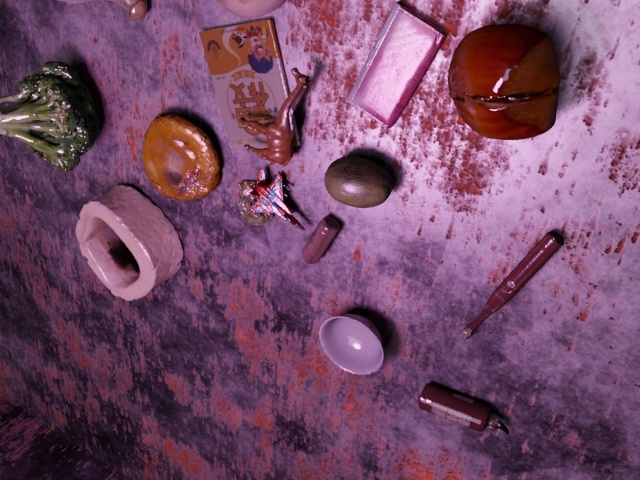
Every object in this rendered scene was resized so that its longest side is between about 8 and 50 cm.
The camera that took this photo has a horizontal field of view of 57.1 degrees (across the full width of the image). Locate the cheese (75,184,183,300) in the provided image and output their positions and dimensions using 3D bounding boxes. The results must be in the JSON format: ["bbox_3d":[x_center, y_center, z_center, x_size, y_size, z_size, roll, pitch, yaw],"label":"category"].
[{"bbox_3d":[-0.599,0.008,1.814,0.292,0.153,0.332,-24,102,39],"label":"cheese"}]

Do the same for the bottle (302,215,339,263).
[{"bbox_3d":[0.000,0.000,1.496,0.053,0.053,0.140,38,130,7],"label":"bottle"}]

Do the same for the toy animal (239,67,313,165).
[{"bbox_3d":[-0.094,-0.277,1.354,0.229,0.066,0.224,6,120,39],"label":"toy animal"}]

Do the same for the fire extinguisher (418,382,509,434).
[{"bbox_3d":[0.375,0.447,1.526,0.231,0.071,0.099,17,153,22],"label":"fire extinguisher"}]

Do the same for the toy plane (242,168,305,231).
[{"bbox_3d":[-0.107,-0.090,1.502,0.189,0.061,0.130,40,112,-9],"label":"toy plane"}]

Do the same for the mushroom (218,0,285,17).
[{"bbox_3d":[-0.137,-0.558,1.184,0.206,0.209,0.207,0,122,-1],"label":"mushroom"}]

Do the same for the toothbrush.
[{"bbox_3d":[0.414,0.112,1.312,0.041,0.041,0.364,37,130,8],"label":"toothbrush"}]

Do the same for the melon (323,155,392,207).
[{"bbox_3d":[0.080,-0.133,1.325,0.167,0.114,0.114,18,126,22],"label":"melon"}]

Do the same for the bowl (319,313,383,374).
[{"bbox_3d":[0.098,0.258,1.568,0.189,0.086,0.189,16,127,23],"label":"bowl"}]

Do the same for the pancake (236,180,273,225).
[{"bbox_3d":[-0.174,-0.095,1.569,0.116,0.022,0.130,23,127,15],"label":"pancake"}]

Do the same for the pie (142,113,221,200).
[{"bbox_3d":[-0.382,-0.220,1.595,0.273,0.069,0.274,17,126,25],"label":"pie"}]

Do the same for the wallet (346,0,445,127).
[{"bbox_3d":[0.151,-0.352,1.206,0.119,0.025,0.232,37,131,8],"label":"wallet"}]

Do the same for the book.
[{"bbox_3d":[-0.167,-0.363,1.407,0.207,0.020,0.296,2,118,30],"label":"book"}]

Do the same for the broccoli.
[{"bbox_3d":[-0.763,-0.350,1.641,0.307,0.275,0.308,19,113,51],"label":"broccoli"}]

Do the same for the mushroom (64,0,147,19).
[{"bbox_3d":[-0.543,-0.621,1.438,0.270,0.103,0.118,19,126,15],"label":"mushroom"}]

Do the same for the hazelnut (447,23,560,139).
[{"bbox_3d":[0.321,-0.275,1.046,0.180,0.181,0.212,-9,124,15],"label":"hazelnut"}]
